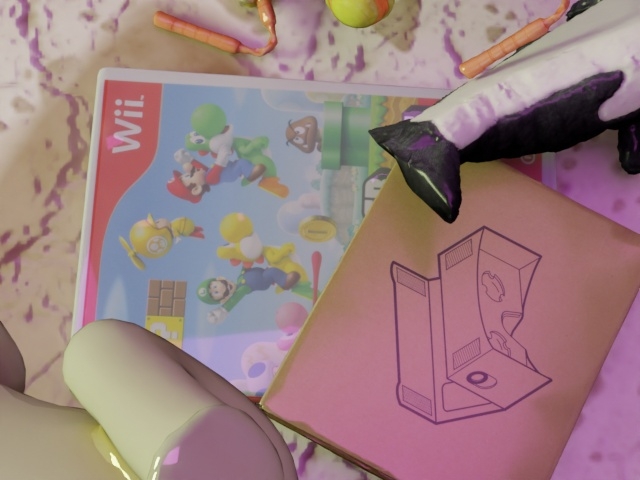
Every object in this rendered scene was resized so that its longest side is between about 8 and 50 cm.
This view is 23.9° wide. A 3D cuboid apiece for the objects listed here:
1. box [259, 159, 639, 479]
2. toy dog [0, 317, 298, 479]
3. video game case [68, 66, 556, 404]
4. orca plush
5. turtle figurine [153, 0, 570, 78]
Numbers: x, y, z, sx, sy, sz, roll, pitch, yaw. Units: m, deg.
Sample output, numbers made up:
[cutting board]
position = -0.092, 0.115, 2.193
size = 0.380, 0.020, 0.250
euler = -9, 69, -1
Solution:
[box]
position = 0.084, 0.050, 0.876
size = 0.164, 0.021, 0.201
euler = 28, 72, 5
[toy dog]
position = -0.105, 0.200, 0.624
size = 0.408, 0.395, 0.284
euler = 23, 53, 12
[video game case]
position = 0.000, 0.000, 0.913
size = 0.285, 0.025, 0.204
euler = 3, 72, -2
[orca plush]
position = 0.179, -0.077, 0.888
size = 0.287, 0.151, 0.102
euler = -34, 112, -26
[turtle figurine]
position = 0.030, -0.206, 0.932
size = 0.269, 0.087, 0.217
euler = 0, 56, 26
